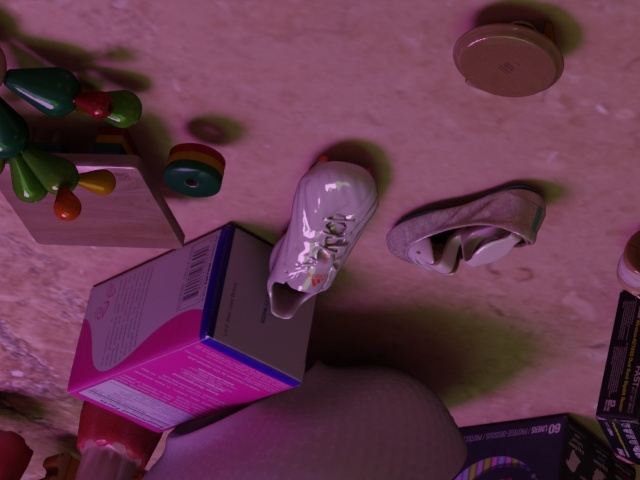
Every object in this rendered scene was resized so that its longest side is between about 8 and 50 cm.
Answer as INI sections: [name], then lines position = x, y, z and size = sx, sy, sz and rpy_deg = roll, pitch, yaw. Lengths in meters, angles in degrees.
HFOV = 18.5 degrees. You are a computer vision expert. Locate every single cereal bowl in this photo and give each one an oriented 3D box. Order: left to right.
[cereal bowl]
position = -0.042, 0.207, 1.804
size = 0.339, 0.339, 0.141
rpy_deg = -24, 95, 47

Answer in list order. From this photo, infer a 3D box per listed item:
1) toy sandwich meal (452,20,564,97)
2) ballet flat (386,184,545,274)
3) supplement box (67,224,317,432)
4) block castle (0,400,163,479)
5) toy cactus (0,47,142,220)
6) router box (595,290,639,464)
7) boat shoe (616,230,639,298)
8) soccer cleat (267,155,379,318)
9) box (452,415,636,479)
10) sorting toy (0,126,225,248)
[toy sandwich meal]
position = 0.131, -0.129, 1.359
size = 0.085, 0.029, 0.085
rpy_deg = 9, 147, 6
[ballet flat]
position = 0.110, 0.000, 1.576
size = 0.057, 0.052, 0.168
rpy_deg = 29, 147, -31
[supplement box]
position = -0.115, 0.083, 1.748
size = 0.114, 0.111, 0.220
rpy_deg = 29, 148, -32
[block castle]
position = -0.165, 0.328, 2.097
size = 0.303, 0.213, 0.453
rpy_deg = -15, 138, 41
[toy cactus]
position = -0.251, -0.092, 1.469
size = 0.219, 0.112, 0.180
rpy_deg = -10, 128, 10
[router box]
position = 0.270, 0.117, 1.664
size = 0.038, 0.122, 0.092
rpy_deg = 3, 151, 23
[boat shoe]
position = 0.319, 0.040, 1.576
size = 0.170, 0.063, 0.059
rpy_deg = 22, 154, -1
[soccer cleat]
position = 0.000, 0.000, 1.590
size = 0.068, 0.076, 0.196
rpy_deg = 15, 151, -9
[box]
position = 0.196, 0.328, 1.922
size = 0.165, 0.270, 0.143
rpy_deg = -14, 144, 37
[sorting toy]
position = -0.197, -0.046, 1.605
size = 0.274, 0.046, 0.132
rpy_deg = 1, 151, 16
